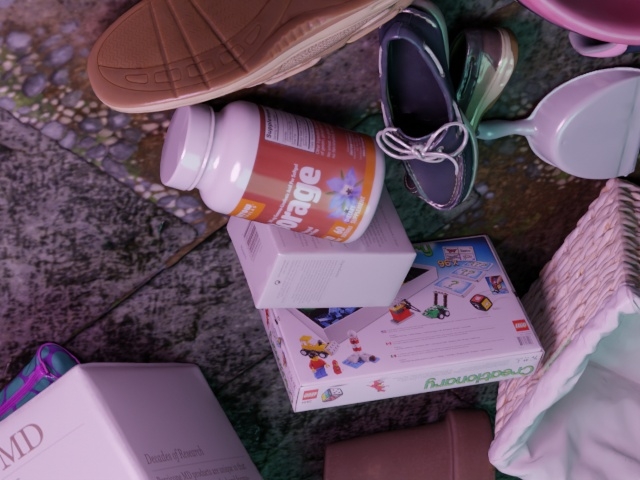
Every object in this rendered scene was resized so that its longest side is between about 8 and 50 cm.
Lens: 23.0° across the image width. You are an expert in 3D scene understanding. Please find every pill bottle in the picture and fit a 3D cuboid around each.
[{"bbox_3d":[-0.052,-0.076,1.650,0.216,0.121,0.121,13,131,-19],"label":"pill bottle"}]

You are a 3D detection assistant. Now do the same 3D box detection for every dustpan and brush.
[{"bbox_3d":[0.269,-0.129,1.811,0.211,0.060,0.147,-12,130,-22],"label":"dustpan and brush"}]

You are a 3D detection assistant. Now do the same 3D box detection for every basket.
[{"bbox_3d":[0.426,0.153,1.954,0.331,0.266,0.328,24,128,-10],"label":"basket"}]

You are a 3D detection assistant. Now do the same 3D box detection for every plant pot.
[{"bbox_3d":[0.116,0.357,2.180,0.229,0.263,0.263,4,139,0],"label":"plant pot"}]

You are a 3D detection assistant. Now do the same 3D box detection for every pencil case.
[{"bbox_3d":[-0.350,0.188,1.882,0.152,0.064,0.070,-45,161,26],"label":"pencil case"}]

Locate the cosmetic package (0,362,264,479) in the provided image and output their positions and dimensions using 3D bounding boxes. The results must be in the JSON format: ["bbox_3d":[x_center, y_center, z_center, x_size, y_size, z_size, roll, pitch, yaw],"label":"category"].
[{"bbox_3d":[-0.237,0.390,1.831,0.329,0.393,0.327,-35,166,14],"label":"cosmetic package"}]

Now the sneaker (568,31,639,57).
[{"bbox_3d":[0.305,-0.299,1.575,0.131,0.112,0.319,-22,140,-4],"label":"sneaker"}]

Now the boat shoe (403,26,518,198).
[{"bbox_3d":[0.135,-0.142,1.713,0.073,0.080,0.223,11,127,-25],"label":"boat shoe"}]

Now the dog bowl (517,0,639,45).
[{"bbox_3d":[0.290,-0.352,1.368,0.408,0.150,0.408,-3,122,-4],"label":"dog bowl"}]

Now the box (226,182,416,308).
[{"bbox_3d":[0.000,0.000,1.769,0.170,0.130,0.091,1,136,-25],"label":"box"}]

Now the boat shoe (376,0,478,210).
[{"bbox_3d":[0.108,-0.127,1.629,0.095,0.079,0.254,4,130,16],"label":"boat shoe"}]

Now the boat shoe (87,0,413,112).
[{"bbox_3d":[-0.055,-0.200,1.519,0.341,0.121,0.110,-21,162,0],"label":"boat shoe"}]

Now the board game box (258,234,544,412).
[{"bbox_3d":[0.089,0.093,1.869,0.305,0.193,0.053,-7,139,-17],"label":"board game box"}]
